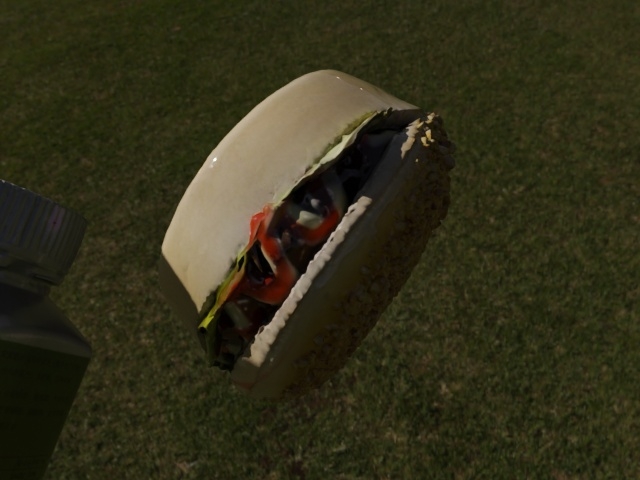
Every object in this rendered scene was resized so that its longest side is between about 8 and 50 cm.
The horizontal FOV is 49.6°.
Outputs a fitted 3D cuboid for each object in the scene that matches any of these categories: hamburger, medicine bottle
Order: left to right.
[{"bbox_3d":[-0.192,0.061,0.339,0.132,0.088,0.188,15,79,22],"label":"medicine bottle"},{"bbox_3d":[0.000,0.000,0.602,0.170,0.302,0.302,37,53,11],"label":"hamburger"}]
